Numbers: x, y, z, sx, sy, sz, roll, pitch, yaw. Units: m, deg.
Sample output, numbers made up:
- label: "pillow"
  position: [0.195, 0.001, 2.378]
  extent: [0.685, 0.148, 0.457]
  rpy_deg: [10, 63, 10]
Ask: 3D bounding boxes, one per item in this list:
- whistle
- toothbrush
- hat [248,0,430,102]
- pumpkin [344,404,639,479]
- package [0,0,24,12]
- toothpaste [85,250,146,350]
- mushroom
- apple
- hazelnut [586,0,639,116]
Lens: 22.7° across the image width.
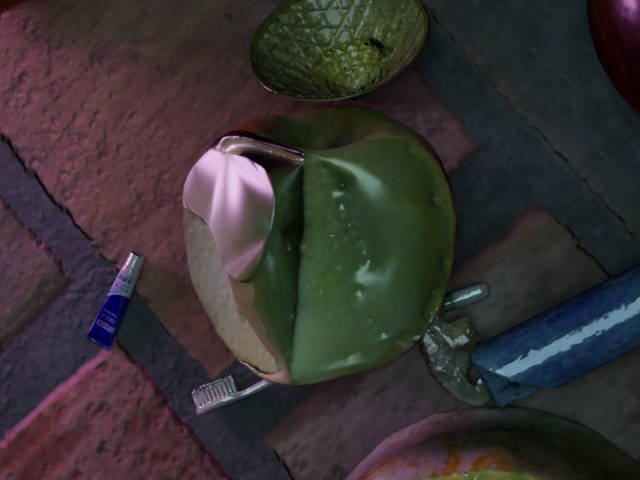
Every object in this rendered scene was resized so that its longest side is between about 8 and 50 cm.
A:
- label: "whistle"
  position: [0.260, 0.042, 1.214]
  extent: [0.304, 0.062, 0.062]
  rpy_deg: [-27, 85, 6]
- label: "toothbrush"
  position: [0.015, 0.085, 1.278]
  extent: [0.257, 0.018, 0.024]
  rpy_deg: [-22, 79, 9]
- label: "hat"
  position: [0.020, -0.136, 1.263]
  extent: [0.146, 0.067, 0.146]
  rpy_deg: [-9, 46, 9]
- label: "pumpkin"
  position: [0.136, 0.292, 1.169]
  extent: [0.332, 0.199, 0.332]
  rpy_deg: [0, 88, 6]
- label: "package"
  position: [-0.280, -0.385, 1.243]
  extent: [0.123, 0.196, 0.423]
  rpy_deg: [-5, 87, 4]
- label: "toothpaste"
  position: [-0.166, 0.049, 1.310]
  extent: [0.024, 0.015, 0.083]
  rpy_deg: [29, 98, 16]
- label: "mushroom"
  position: [0.103, 0.087, 1.252]
  extent: [0.049, 0.019, 0.101]
  rpy_deg: [-30, 99, 7]
- label: "apple"
  position: [0.000, 0.000, 1.207]
  extent: [0.207, 0.174, 0.188]
  rpy_deg: [-1, 109, 7]
- label: "hazelnut"
  position: [0.308, -0.183, 1.135]
  extent: [0.234, 0.218, 0.218]
  rpy_deg: [-6, 88, 7]
